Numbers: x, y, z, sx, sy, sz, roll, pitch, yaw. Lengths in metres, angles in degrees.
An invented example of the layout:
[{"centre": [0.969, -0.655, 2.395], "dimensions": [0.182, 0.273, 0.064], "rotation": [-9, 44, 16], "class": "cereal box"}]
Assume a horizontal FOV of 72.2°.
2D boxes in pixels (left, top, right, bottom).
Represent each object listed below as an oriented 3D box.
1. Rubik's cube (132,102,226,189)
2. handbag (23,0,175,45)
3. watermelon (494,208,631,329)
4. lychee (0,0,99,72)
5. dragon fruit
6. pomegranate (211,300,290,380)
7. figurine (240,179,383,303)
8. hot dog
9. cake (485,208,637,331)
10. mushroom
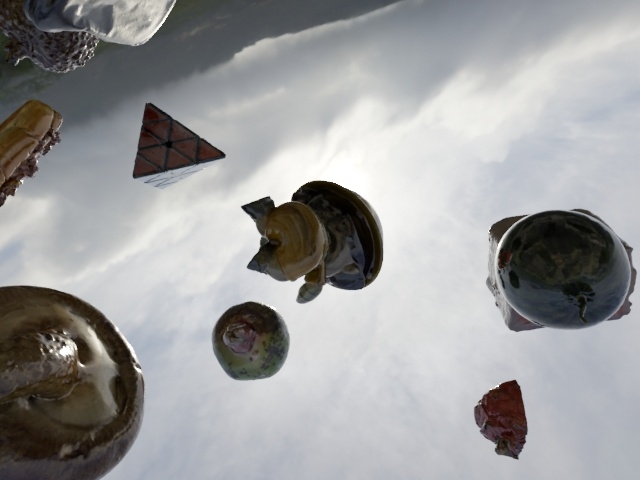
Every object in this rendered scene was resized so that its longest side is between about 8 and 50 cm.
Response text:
[{"centre": [-0.366, -0.196, 1.020], "dimensions": [0.211, 0.190, 0.178], "rotation": [-17, 163, -35], "class": "Rubik's cube"}, {"centre": [-0.368, -0.444, 0.776], "dimensions": [0.191, 0.075, 0.332], "rotation": [-44, -176, 21], "class": "handbag"}, {"centre": [0.210, 0.031, 0.380], "dimensions": [0.105, 0.105, 0.133], "rotation": [-13, -156, 15], "class": "watermelon"}, {"centre": [-0.587, -0.466, 0.942], "dimensions": [0.200, 0.200, 0.238], "rotation": [8, -121, 42], "class": "lychee"}, {"centre": [0.355, 0.365, 0.871], "dimensions": [0.083, 0.162, 0.106], "rotation": [3, -147, 1], "class": "dragon fruit"}, {"centre": [-0.192, 0.255, 1.133], "dimensions": [0.214, 0.248, 0.214], "rotation": [-4, -108, 12], "class": "pomegranate"}, {"centre": [0.004, -0.002, 0.663], "dimensions": [0.167, 0.192, 0.257], "rotation": [-28, 175, 18], "class": "figurine"}, {"centre": [-0.464, -0.098, 0.629], "dimensions": [0.102, 0.076, 0.249], "rotation": [-6, -133, 50], "class": "hot dog"}, {"centre": [0.607, 0.074, 1.140], "dimensions": [0.308, 0.237, 0.230], "rotation": [-9, -151, 4], "class": "cake"}, {"centre": [-0.445, 0.222, 0.700], "dimensions": [0.239, 0.345, 0.345], "rotation": [-17, -151, 9], "class": "mushroom"}]
